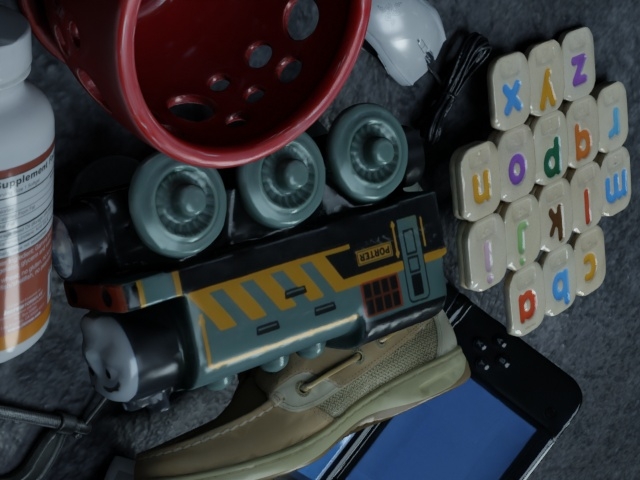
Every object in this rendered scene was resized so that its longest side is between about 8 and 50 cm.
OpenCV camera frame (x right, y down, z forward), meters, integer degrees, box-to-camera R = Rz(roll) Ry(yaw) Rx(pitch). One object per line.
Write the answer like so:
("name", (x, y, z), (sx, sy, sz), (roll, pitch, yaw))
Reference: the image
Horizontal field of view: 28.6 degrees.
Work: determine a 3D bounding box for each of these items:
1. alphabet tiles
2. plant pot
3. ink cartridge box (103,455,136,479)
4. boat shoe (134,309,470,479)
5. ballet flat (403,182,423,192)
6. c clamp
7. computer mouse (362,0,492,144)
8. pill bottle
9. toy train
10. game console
("alphabet tiles", (0.223, -0.060, 1.241), (0.284, 0.021, 0.278), (-26, 115, -41))
("plant pot", (-0.090, -0.166, 0.801), (0.191, 0.174, 0.191), (-25, 133, -30))
("ink cartridge box", (-0.155, 0.318, 1.134), (0.181, 0.056, 0.225), (-67, 152, -23))
("boat shoe", (-0.023, 0.130, 1.101), (0.341, 0.121, 0.110), (-20, 92, -34))
("ballet flat", (0.000, 0.000, 1.106), (0.213, 0.072, 0.068), (-38, 111, -19))
("c clamp", (-0.249, 0.152, 0.996), (0.160, 0.022, 0.137), (15, 111, -50))
("computer mouse", (0.080, -0.163, 1.073), (0.106, 0.042, 0.193), (-54, 141, 2))
("pill bottle", (-0.231, -0.036, 0.797), (0.121, 0.121, 0.216), (-17, 127, -36))
("toy train", (-0.045, 0.008, 0.959), (0.334, 0.142, 0.190), (-17, 99, -36))
("game console", (0.080, 0.184, 1.230), (0.293, 0.250, 0.173), (-52, 167, -2))
